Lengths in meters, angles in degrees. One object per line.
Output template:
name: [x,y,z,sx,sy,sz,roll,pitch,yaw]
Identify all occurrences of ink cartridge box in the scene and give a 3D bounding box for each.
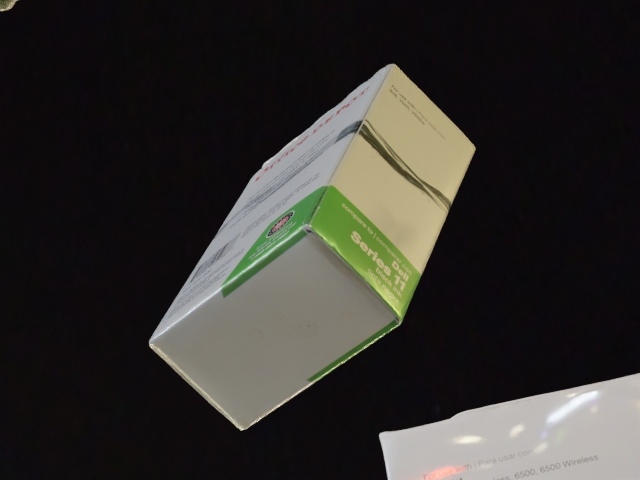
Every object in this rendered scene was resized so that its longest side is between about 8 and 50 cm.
ink cartridge box: [0.141,0.211,0.927,0.168,0.233,0.171,-14,-34,6]
ink cartridge box: [0.000,0.000,1.168,0.087,0.208,0.153,44,-54,-12]

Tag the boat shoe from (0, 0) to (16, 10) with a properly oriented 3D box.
boat shoe: [-0.167,-0.112,0.760,0.079,0.095,0.254,40,-111,-7]
